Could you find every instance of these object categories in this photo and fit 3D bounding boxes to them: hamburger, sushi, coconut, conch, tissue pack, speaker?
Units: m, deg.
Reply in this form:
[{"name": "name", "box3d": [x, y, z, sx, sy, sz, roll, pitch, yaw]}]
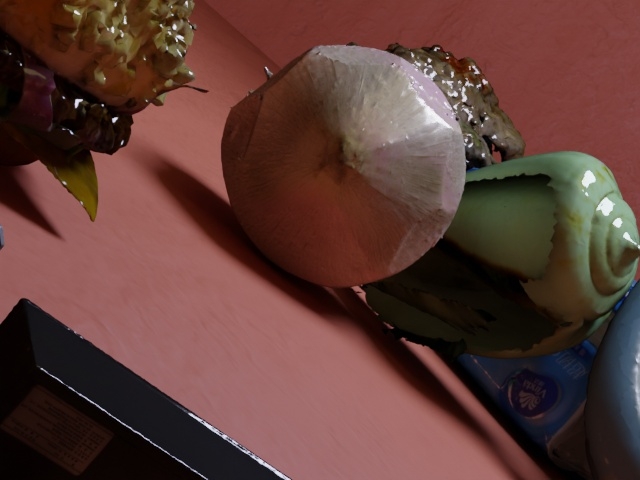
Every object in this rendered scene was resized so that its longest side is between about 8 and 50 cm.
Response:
[{"name": "hamburger", "box3d": [-0.164, -0.140, 0.720, 0.262, 0.138, 0.243, 37, 8, -40]}, {"name": "sushi", "box3d": [0.117, -0.112, 1.829, 0.225, 0.218, 0.238, 41, 4, 34]}, {"name": "coconut", "box3d": [0.013, -0.052, 1.068, 0.171, 0.171, 0.183, 42, 2, 8]}, {"name": "conch", "box3d": [0.113, 0.018, 1.146, 0.137, 0.251, 0.143, 14, 68, -61]}, {"name": "tissue pack", "box3d": [0.205, 0.084, 1.324, 0.198, 0.146, 0.263, 33, 11, -41]}, {"name": "speaker", "box3d": [-0.019, 0.090, 0.455, 0.191, 0.040, 0.046, 38, 8, -25]}]

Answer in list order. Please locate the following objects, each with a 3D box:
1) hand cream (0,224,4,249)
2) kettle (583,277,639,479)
[{"name": "hand cream", "box3d": [-0.128, 0.002, 0.508, 0.035, 0.022, 0.102, 50, 12, 7]}, {"name": "kettle", "box3d": [0.332, 0.135, 1.097, 0.319, 0.342, 0.247, 34, -34, -1]}]
